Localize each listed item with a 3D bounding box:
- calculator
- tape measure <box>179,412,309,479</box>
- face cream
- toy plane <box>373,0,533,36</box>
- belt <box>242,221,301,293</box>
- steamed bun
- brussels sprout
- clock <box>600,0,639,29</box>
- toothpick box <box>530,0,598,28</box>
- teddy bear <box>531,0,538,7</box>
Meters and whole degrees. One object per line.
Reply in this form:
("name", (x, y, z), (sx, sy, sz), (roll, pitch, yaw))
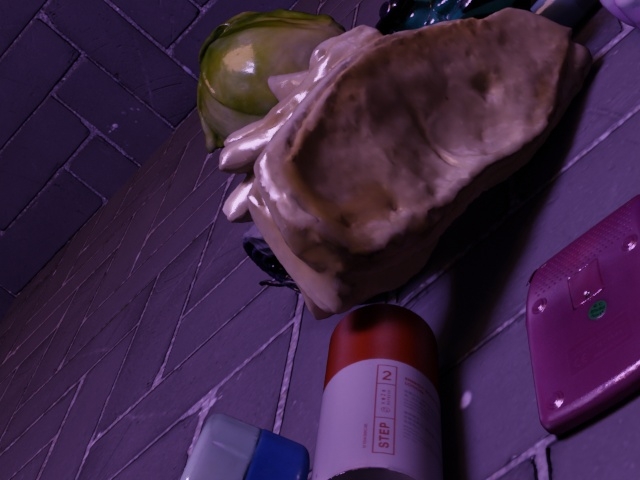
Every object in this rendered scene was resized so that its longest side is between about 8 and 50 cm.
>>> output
("calculator", (0.198, 0.044, 0.799), (0.126, 0.034, 0.190), (-39, 20, 27))
("tape measure", (-0.084, 0.242, 0.901), (0.351, 0.098, 0.215), (-166, 99, -87))
("face cream", (0.046, 0.143, 0.866), (0.096, 0.096, 0.214), (-43, 17, 23))
("toy plane", (0.106, -0.207, 1.238), (0.382, 0.155, 0.106), (-41, 42, 40))
("belt", (0.000, 0.000, 1.220), (0.126, 0.139, 0.230), (-54, 19, -18))
("steamed bun", (0.048, -0.099, 1.071), (0.428, 0.247, 0.189), (-44, -3, -37))
("brussels sprout", (-0.079, -0.257, 1.832), (0.294, 0.227, 0.259), (-1, 38, 24))
("clock", (0.354, -0.298, 1.049), (0.227, 0.090, 0.248), (-45, 15, 15))
("toothpick box", (0.261, -0.251, 1.246), (0.083, 0.052, 0.052), (-47, 17, 12))
("teddy bear", (0.196, -0.332, 1.406), (0.267, 0.156, 0.256), (-53, 11, -30))
